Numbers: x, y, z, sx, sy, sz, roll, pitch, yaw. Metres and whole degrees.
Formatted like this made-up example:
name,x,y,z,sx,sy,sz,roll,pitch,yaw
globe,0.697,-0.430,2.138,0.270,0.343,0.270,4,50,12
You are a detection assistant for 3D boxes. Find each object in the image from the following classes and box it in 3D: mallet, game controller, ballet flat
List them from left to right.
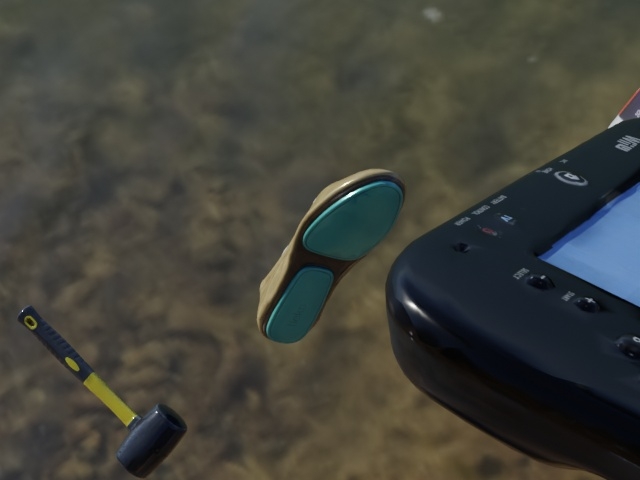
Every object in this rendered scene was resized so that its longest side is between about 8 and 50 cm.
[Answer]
name,x,y,z,sx,sy,sz,roll,pitch,yaw
mallet,-0.204,0.133,1.218,0.189,0.039,0.062,35,96,17
ballet flat,0.000,0.000,1.281,0.080,0.232,0.073,17,39,-25
game controller,0.147,0.017,0.506,0.166,0.067,0.319,35,27,17

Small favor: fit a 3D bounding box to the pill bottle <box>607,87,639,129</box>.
name,x,y,z,sx,sy,sz,roll,pitch,yaw
pill bottle,0.294,-0.077,0.822,0.323,0.181,0.181,-52,50,14
